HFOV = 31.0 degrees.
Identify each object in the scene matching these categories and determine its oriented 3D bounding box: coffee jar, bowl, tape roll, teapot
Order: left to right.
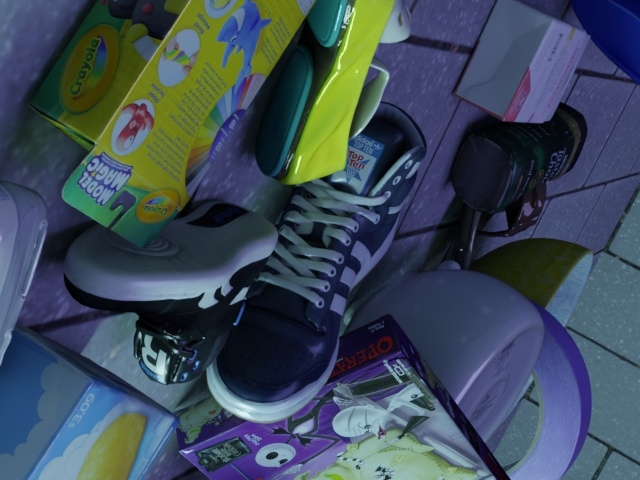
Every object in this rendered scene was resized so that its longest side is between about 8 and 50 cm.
[{"bbox_3d":[0.098,0.125,1.214,0.252,0.187,0.256,-54,156,-4],"label":"teapot"},{"bbox_3d":[0.183,0.194,1.393,0.275,0.275,0.090,-63,161,10],"label":"tape roll"},{"bbox_3d":[0.234,0.105,1.576,0.289,0.156,0.289,-49,158,-27],"label":"bowl"},{"bbox_3d":[0.240,-0.103,1.364,0.184,0.079,0.096,-27,143,-43],"label":"coffee jar"}]

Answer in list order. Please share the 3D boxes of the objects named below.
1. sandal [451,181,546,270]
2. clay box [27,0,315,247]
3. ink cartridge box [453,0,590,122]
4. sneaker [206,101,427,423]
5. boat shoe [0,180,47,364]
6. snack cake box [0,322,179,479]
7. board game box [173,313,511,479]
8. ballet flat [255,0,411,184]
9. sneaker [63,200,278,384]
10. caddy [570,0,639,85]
[{"bbox_3d":[0.257,-0.070,1.483,0.303,0.086,0.120,-48,158,-32],"label":"sandal"},{"bbox_3d":[-0.073,-0.110,0.639,0.222,0.053,0.127,-57,161,-5],"label":"clay box"},{"bbox_3d":[0.224,-0.192,1.251,0.198,0.067,0.115,-9,127,-65],"label":"ink cartridge box"},{"bbox_3d":[0.000,0.000,0.891,0.282,0.099,0.153,-58,169,-45],"label":"sneaker"},{"bbox_3d":[-0.188,0.054,0.590,0.063,0.066,0.184,-3,112,-67],"label":"boat shoe"},{"bbox_3d":[-0.209,0.184,0.675,0.264,0.089,0.152,-57,162,-8],"label":"snack cake box"},{"bbox_3d":[0.041,0.212,1.059,0.208,0.056,0.347,-23,138,13],"label":"board game box"},{"bbox_3d":[0.018,-0.134,0.787,0.077,0.077,0.231,0,132,-24],"label":"ballet flat"},{"bbox_3d":[-0.102,0.049,0.758,0.217,0.079,0.121,-18,133,-65],"label":"sneaker"},{"bbox_3d":[0.447,-0.281,1.308,0.179,0.341,0.241,-36,156,-13],"label":"caddy"}]
